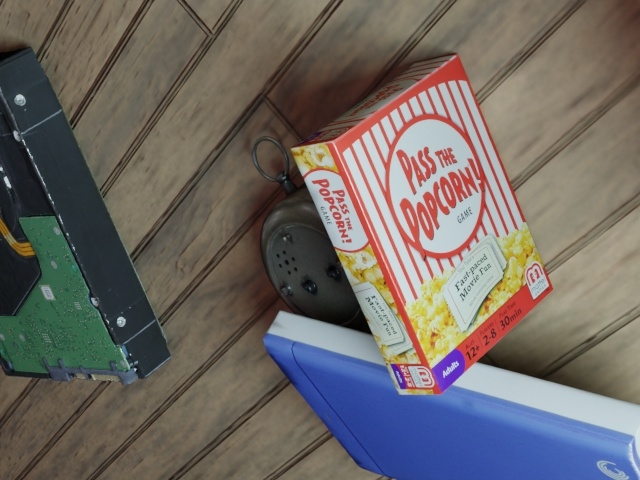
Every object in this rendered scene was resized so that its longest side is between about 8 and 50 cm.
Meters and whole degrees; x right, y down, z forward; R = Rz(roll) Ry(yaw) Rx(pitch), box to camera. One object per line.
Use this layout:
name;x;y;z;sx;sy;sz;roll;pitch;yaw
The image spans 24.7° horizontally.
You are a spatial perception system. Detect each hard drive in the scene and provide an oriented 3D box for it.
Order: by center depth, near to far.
hard drive;0.127;0.155;1.119;0.319;0.040;0.210;13;151;38
hard drive;-0.298;-0.017;1.452;0.237;0.064;0.339;-3;116;46

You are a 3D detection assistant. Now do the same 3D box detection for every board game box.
board game box;0.075;-0.012;1.022;0.045;0.147;0.193;-7;114;47

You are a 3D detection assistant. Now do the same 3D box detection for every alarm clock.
alarm clock;0.000;0.000;1.176;0.129;0.064;0.192;-30;93;51
